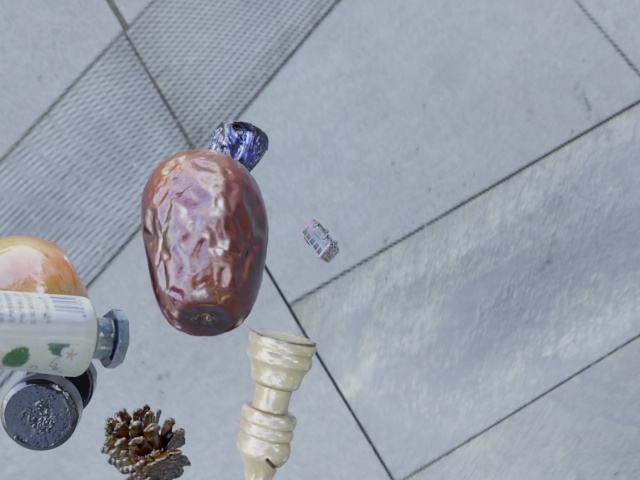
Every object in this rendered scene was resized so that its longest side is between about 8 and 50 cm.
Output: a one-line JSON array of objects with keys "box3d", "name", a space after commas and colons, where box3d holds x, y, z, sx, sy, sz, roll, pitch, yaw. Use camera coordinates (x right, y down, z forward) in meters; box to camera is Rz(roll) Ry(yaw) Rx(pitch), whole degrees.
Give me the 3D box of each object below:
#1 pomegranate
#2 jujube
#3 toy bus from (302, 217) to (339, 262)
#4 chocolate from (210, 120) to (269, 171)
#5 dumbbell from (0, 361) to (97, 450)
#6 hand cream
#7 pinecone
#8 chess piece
[{"box3d": [-0.548, 0.126, 1.648, 0.270, 0.252, 0.229, 37, 40, 6], "name": "pomegranate"}, {"box3d": [-0.189, -0.002, 1.438, 0.223, 0.223, 0.317, -7, 53, 2], "name": "jujube"}, {"box3d": [0.000, 0.000, 1.907, 0.052, 0.037, 0.130, -50, 32, 9], "name": "toy bus"}, {"box3d": [-0.216, -0.087, 1.833, 0.126, 0.148, 0.343, -4, 63, 46], "name": "chocolate"}, {"box3d": [-0.551, 0.319, 1.801, 0.153, 0.218, 0.152, -1, 102, -4], "name": "dumbbell"}, {"box3d": [-0.265, 0.057, 0.593, 0.276, 0.095, 0.059, 10, 95, -34], "name": "hand cream"}, {"box3d": [-0.364, 0.429, 1.822, 0.195, 0.179, 0.150, 34, 49, 12], "name": "pinecone"}, {"box3d": [-0.097, 0.321, 1.584, 0.139, 0.124, 0.307, 11, 88, 22], "name": "chess piece"}]
